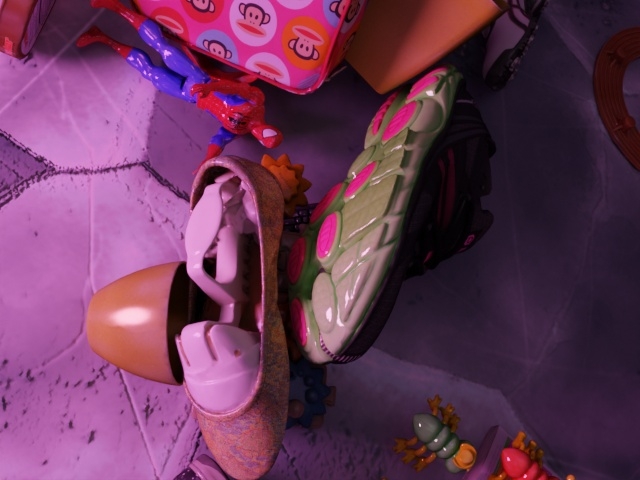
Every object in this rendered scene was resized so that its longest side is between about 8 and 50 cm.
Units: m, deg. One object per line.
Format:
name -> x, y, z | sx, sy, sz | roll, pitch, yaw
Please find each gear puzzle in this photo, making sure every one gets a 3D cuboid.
gear puzzle -> -0.050, 0.052, 0.813 | 0.176, 0.044, 0.338 | 9, 74, -16

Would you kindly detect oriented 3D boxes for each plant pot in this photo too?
plant pot -> -0.195, 0.089, 0.731 | 0.095, 0.134, 0.134 | 0, 71, 3
plant pot -> 0.112, -0.322, 0.923 | 0.212, 0.187, 0.212 | 45, 27, -1

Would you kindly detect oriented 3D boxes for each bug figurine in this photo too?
bug figurine -> 0.154, 0.321, 0.779 | 0.216, 0.072, 0.279 | 39, 75, 0

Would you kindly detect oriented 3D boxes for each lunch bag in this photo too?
lunch bag -> -0.091, -0.312, 0.834 | 0.293, 0.258, 0.120 | 27, 39, 4

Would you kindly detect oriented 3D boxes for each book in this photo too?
book -> 0.261, 0.322, 0.871 | 0.144, 0.035, 0.096 | 41, 60, -4

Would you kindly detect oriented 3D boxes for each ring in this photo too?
ring -> 0.636, -0.242, 1.212 | 0.337, 0.032, 0.336 | 7, 69, -19

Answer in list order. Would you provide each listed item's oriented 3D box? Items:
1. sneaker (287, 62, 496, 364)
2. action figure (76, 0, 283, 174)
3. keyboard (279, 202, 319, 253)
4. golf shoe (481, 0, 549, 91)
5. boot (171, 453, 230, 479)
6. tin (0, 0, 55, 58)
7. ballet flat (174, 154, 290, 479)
sneaker -> 0.122, -0.035, 0.832 | 0.202, 0.185, 0.482 | 44, 52, -16
action figure -> -0.175, -0.181, 0.826 | 0.280, 0.091, 0.139 | 31, 36, -9
keyboard -> 0.000, 0.000, 0.885 | 0.180, 0.023, 0.108 | -8, 76, -23
golf shoe -> 0.291, -0.349, 1.090 | 0.120, 0.105, 0.273 | 24, 58, 5
boot -> -0.127, 0.363, 0.678 | 0.179, 0.085, 0.236 | -29, 78, -25
tin -> -0.340, -0.305, 0.810 | 0.040, 0.106, 0.189 | 20, 67, -14
ballet flat -> -0.100, 0.070, 0.711 | 0.123, 0.123, 0.348 | 7, 71, -19
